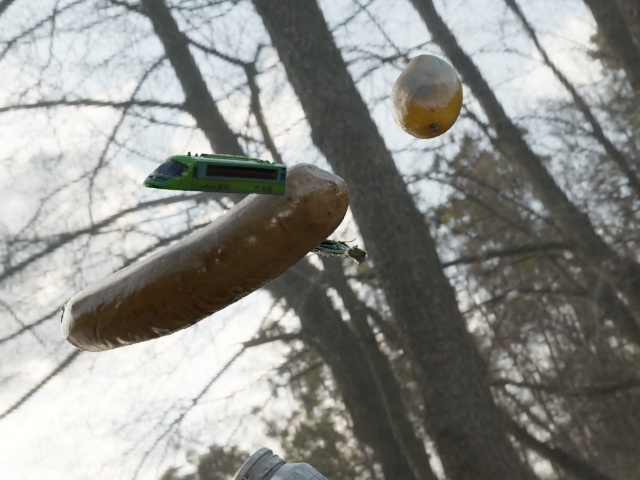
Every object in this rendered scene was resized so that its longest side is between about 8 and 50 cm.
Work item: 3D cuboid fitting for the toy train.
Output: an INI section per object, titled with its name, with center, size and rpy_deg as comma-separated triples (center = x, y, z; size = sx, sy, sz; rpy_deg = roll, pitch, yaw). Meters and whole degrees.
[toy train]
center = -0.117, -0.077, 1.111
size = 0.044, 0.042, 0.209
rpy_deg = 10, 6, 33

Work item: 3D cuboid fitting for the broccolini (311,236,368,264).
[broccolini]
center = 0.004, 0.001, 1.604
size = 0.123, 0.062, 0.271
rpy_deg = 8, 1, -16

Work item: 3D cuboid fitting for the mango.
[mango]
center = 0.148, -0.206, 1.369
size = 0.101, 0.187, 0.066
rpy_deg = -5, -48, 13

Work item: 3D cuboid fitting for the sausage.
[sausage]
center = -0.175, 0.045, 1.422
size = 0.501, 0.136, 0.123
rpy_deg = -29, -16, 17

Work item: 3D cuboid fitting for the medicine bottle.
[medicine bottle]
center = -0.037, 0.441, 1.623
size = 0.135, 0.215, 0.135
rpy_deg = -45, -23, -25
